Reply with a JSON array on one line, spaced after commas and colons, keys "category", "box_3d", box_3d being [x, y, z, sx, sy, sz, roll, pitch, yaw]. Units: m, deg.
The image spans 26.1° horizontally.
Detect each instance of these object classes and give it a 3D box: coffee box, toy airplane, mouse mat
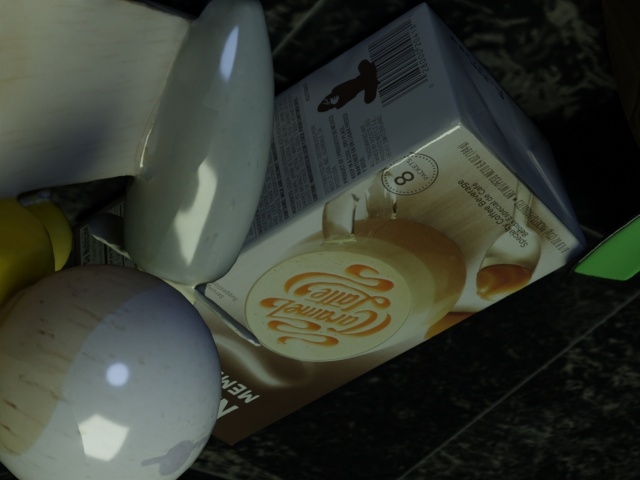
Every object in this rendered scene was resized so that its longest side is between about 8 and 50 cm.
[{"category": "coffee box", "box_3d": [0.000, 0.000, 0.764, 0.246, 0.098, 0.141, -31, 135, 21]}, {"category": "toy airplane", "box_3d": [-0.125, -0.032, 0.500, 0.386, 0.272, 0.384, -40, 168, -26]}, {"category": "mouse mat", "box_3d": [0.225, -0.036, 0.765, 0.190, 0.007, 0.152, -39, 162, 17]}]

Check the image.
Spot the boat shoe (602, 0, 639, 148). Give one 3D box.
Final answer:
[{"category": "boat shoe", "box_3d": [0.194, -0.159, 0.625, 0.098, 0.109, 0.302, -8, 132, -6]}]
